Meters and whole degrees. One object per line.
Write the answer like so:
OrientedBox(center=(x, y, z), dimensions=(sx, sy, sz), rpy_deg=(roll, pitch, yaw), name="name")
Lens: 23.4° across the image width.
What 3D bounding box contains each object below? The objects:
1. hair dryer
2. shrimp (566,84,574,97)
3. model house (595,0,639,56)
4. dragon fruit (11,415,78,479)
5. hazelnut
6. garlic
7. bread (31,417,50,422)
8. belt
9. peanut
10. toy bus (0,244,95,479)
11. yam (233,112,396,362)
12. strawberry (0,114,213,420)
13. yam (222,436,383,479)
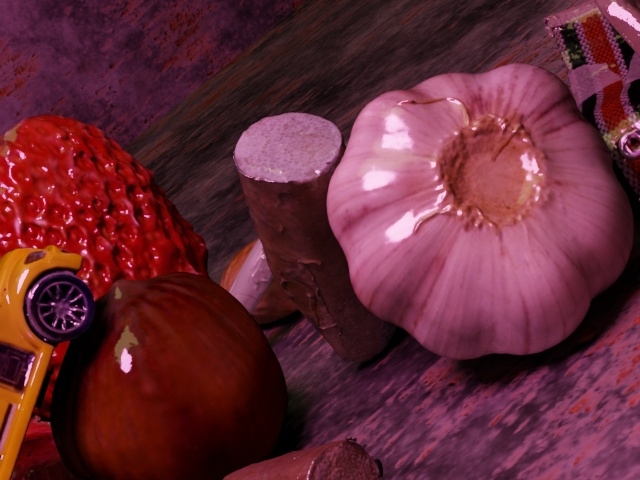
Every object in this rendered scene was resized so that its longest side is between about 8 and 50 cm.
OrientedBox(center=(-0.055, 0.051, 1.558), dimensions=(0.237, 0.075, 0.206), rpy_deg=(-64, 23, 0), name="hair dryer")
OrientedBox(center=(0.210, -0.120, 1.687), dimensions=(0.101, 0.042, 0.190), rpy_deg=(-6, 32, 48), name="shrimp")
OrientedBox(center=(0.366, -0.193, 1.327), dimensions=(0.188, 0.229, 0.122), rpy_deg=(-40, -30, 10), name="model house")
OrientedBox(center=(-0.314, 0.260, 1.560), dimensions=(0.262, 0.134, 0.211), rpy_deg=(-8, 16, 29), name="dragon fruit")
OrientedBox(center=(-0.135, 0.133, 1.356), dimensions=(0.229, 0.229, 0.229), rpy_deg=(-33, 15, 10), name="hazelnut")
OrientedBox(center=(0.123, 0.002, 1.277), dimensions=(0.245, 0.245, 0.253), rpy_deg=(-42, -16, -22), name="garlic")
OrientedBox(center=(-0.315, 0.233, 1.733), dimensions=(0.113, 0.060, 0.082), rpy_deg=(-34, 18, 14), name="bread")
OrientedBox(center=(0.281, -0.130, 1.437), dimensions=(0.094, 0.126, 0.359), rpy_deg=(-22, 24, 13), name="belt")
OrientedBox(center=(-0.020, 0.023, 1.665), dimensions=(0.226, 0.095, 0.108), rpy_deg=(-33, -8, 29), name="peanut")
OrientedBox(center=(-0.302, 0.152, 1.270), dimensions=(0.145, 0.151, 0.331), rpy_deg=(-26, 46, 66), name="toy bus")
OrientedBox(center=(0.000, 0.000, 1.362), dimensions=(0.106, 0.259, 0.106), rpy_deg=(-8, 48, 9), name="yam")
OrientedBox(center=(-0.275, 0.033, 1.715), dimensions=(0.292, 0.310, 0.292), rpy_deg=(-35, 1, 1), name="strawberry")
OrientedBox(center=(-0.022, 0.198, 1.169), dimensions=(0.127, 0.084, 0.084), rpy_deg=(-18, 23, 41), name="yam")
